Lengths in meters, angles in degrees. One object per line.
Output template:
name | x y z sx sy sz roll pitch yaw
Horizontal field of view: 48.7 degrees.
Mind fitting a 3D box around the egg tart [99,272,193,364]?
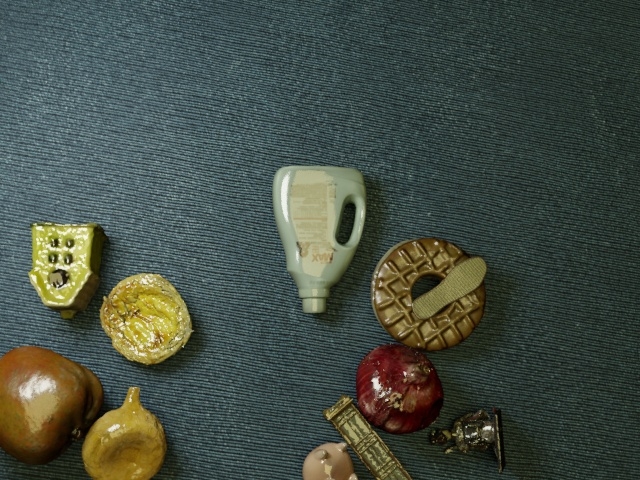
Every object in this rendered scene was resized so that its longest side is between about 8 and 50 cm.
egg tart | -0.452 0.205 1.869 0.252 0.098 0.232 23 85 1

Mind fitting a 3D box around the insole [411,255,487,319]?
insole | 0.356 0.131 1.921 0.253 0.005 0.086 -35 87 -12

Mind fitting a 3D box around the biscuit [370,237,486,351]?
biscuit | 0.298 0.148 1.966 0.331 0.103 0.332 1 81 -6

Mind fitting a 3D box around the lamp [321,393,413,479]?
lamp | 0.138 0.566 1.888 0.089 0.090 0.325 -37 88 -11

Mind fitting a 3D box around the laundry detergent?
laundry detergent | 0.000 0.000 1.943 0.263 0.125 0.398 0 82 -8

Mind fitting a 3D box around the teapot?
teapot | -0.503 0.520 1.788 0.203 0.167 0.311 13 100 -29

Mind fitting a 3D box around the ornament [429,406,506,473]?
ornament | 0.399 0.539 1.934 0.195 0.153 0.167 -5 80 16

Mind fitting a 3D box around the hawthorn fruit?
hawthorn fruit | -0.699 0.385 1.722 0.300 0.268 0.268 28 79 8

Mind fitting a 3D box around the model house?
model house | -0.641 0.079 1.814 0.174 0.193 0.234 -3 81 -10

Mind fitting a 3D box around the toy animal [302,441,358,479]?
toy animal | 0.040 0.653 1.828 0.166 0.154 0.250 -10 70 -25

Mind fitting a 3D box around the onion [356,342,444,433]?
onion | 0.213 0.383 1.847 0.252 0.219 0.252 14 55 -21
